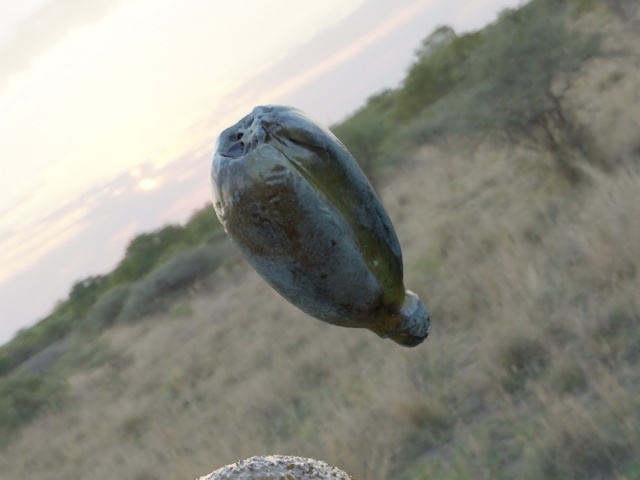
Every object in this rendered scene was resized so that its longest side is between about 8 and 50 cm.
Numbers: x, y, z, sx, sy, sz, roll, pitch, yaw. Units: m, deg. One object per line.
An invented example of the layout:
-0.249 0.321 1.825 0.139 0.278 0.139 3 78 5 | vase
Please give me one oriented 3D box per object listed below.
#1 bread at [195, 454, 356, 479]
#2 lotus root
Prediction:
-0.043 0.354 1.288 0.305 0.305 0.159 -34 -32 -28 | bread
0.000 0.000 1.305 0.140 0.322 0.158 -12 36 40 | lotus root
